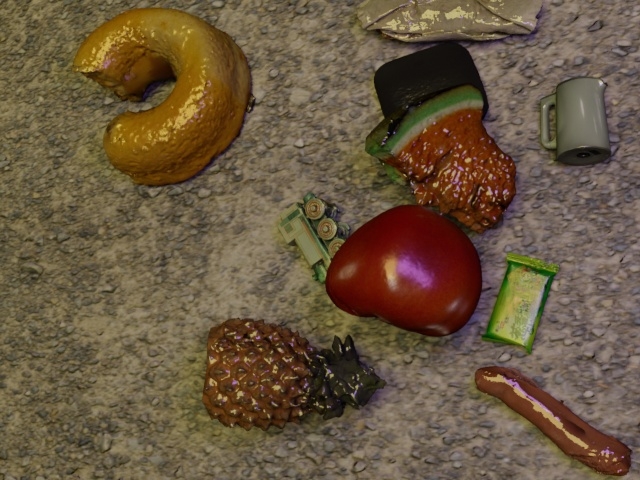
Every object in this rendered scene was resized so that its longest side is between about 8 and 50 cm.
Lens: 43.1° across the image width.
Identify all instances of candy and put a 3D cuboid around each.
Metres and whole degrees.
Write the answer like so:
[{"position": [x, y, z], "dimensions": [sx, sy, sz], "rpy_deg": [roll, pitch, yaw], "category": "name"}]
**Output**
[{"position": [0.374, 0.117, 1.523], "dimensions": [0.102, 0.032, 0.178], "rpy_deg": [17, 84, 24], "category": "candy"}]

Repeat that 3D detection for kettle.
[{"position": [0.488, -0.222, 1.539], "dimensions": [0.098, 0.127, 0.148], "rpy_deg": [4, 74, -11], "category": "kettle"}]

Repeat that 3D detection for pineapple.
[{"position": [-0.041, 0.262, 1.567], "dimensions": [0.357, 0.223, 0.223], "rpy_deg": [0, 77, 13], "category": "pineapple"}]

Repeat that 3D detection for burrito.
[{"position": [0.258, -0.465, 1.679], "dimensions": [0.392, 0.076, 0.117], "rpy_deg": [4, 67, 20], "category": "burrito"}]

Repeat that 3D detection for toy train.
[{"position": [0.000, 0.000, 1.675], "dimensions": [0.125, 0.081, 0.194], "rpy_deg": [-37, 69, 20], "category": "toy train"}]

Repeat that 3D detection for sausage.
[{"position": [0.410, 0.316, 1.440], "dimensions": [0.304, 0.078, 0.078], "rpy_deg": [35, 91, 23], "category": "sausage"}]

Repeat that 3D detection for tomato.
[{"position": [0.163, 0.052, 1.493], "dimensions": [0.298, 0.298, 0.226], "rpy_deg": [12, 81, 23], "category": "tomato"}]

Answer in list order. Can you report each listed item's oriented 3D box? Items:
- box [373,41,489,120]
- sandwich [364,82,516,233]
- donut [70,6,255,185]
[{"position": [0.227, -0.304, 1.676], "dimensions": [0.212, 0.042, 0.201], "rpy_deg": [-19, 71, 15], "category": "box"}, {"position": [0.250, -0.142, 1.569], "dimensions": [0.250, 0.162, 0.301], "rpy_deg": [-38, 91, -20], "category": "sandwich"}, {"position": [-0.365, -0.365, 1.854], "dimensions": [0.377, 0.163, 0.435], "rpy_deg": [-33, 67, 10], "category": "donut"}]
